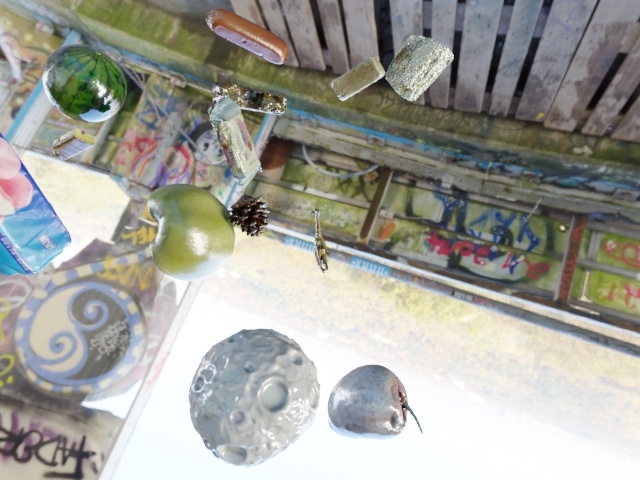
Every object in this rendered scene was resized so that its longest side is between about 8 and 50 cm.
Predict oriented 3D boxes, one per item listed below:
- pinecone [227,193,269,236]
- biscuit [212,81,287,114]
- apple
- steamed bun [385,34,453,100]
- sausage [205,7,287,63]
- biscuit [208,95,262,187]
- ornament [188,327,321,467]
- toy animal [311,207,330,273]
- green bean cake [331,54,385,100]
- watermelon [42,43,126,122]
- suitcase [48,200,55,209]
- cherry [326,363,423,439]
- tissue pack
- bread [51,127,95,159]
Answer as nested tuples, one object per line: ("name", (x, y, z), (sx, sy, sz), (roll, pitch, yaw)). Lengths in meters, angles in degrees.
("pinecone", (-0.271, -0.094, 1.569), (0.174, 0.173, 0.173), (20, 165, 5))
("biscuit", (-0.360, -0.703, 2.006), (0.366, 0.115, 0.268), (-1, -159, -34))
("apple", (-0.489, -0.037, 1.574), (0.312, 0.320, 0.360), (35, -169, 29))
("steamed bun", (0.357, -0.667, 1.564), (0.170, 0.225, 0.200), (29, -165, -31))
("sausage", (-0.274, -0.804, 1.597), (0.349, 0.097, 0.094), (14, 166, -29))
("biscuit", (-0.317, -0.365, 1.514), (0.079, 0.186, 0.309), (-5, 119, 20))
("ornament", (-0.174, 0.385, 1.052), (0.337, 0.337, 0.337), (20, 165, 5))
("toy animal", (-0.001, 0.003, 1.727), (0.054, 0.275, 0.149), (-5, 160, -9))
("green bean cake", (0.139, -0.588, 1.474), (0.179, 0.109, 0.085), (-25, 107, 26))
("watermelon", (-0.759, -0.506, 1.315), (0.243, 0.242, 0.242), (20, 165, 5))
("suitcase", (-0.842, -0.026, 1.035), (0.161, 0.297, 0.236), (44, 161, -27))
("cherry", (0.188, 0.642, 1.598), (0.335, 0.291, 0.326), (-12, 160, -6))
("tissue pack", (-0.619, -0.075, 0.735), (0.209, 0.137, 0.269), (12, 134, 20))
("bread", (-1.007, -0.382, 1.631), (0.226, 0.049, 0.088), (-12, 162, 28))
